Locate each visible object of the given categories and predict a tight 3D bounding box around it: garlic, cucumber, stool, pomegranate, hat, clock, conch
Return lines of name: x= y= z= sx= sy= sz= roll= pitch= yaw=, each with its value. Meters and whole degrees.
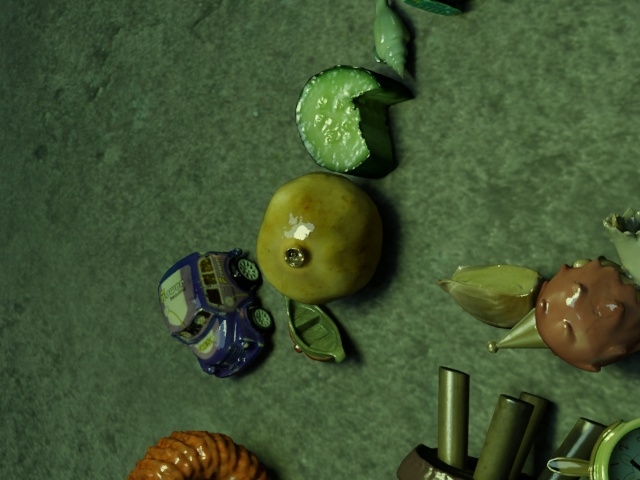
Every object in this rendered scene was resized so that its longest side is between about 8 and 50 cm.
garlic: x=0.277 y=0.083 z=1.771 sx=0.195 sy=0.101 sz=0.087 roll=7 pitch=56 yaw=50
cucumber: x=0.053 y=-0.206 z=2.015 sx=0.191 sy=0.130 sz=0.191 roll=-9 pitch=77 yaw=42
stool: x=0.260 y=0.304 z=1.639 sx=0.272 sy=0.272 sz=0.178 roll=19 pitch=90 yaw=44
pomegranate: x=0.002 y=0.000 z=1.978 sx=0.233 sy=0.233 sz=0.233 roll=-9 pitch=76 yaw=42
hat: x=-0.257 y=0.474 z=2.145 sx=0.400 sy=0.285 sz=0.285 roll=1 pitch=83 yaw=63
clock: x=0.418 y=0.314 z=1.517 sx=0.069 sy=0.232 sz=0.170 roll=116 pitch=147 yaw=-71
conch: x=0.124 y=-0.350 z=2.031 sx=0.065 sy=0.088 sz=0.180 roll=-10 pitch=62 yaw=-2

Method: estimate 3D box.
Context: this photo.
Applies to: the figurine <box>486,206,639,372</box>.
figurine: x=0.411 y=0.079 z=1.616 sx=0.387 sy=0.166 sz=0.207 roll=-37 pitch=96 yaw=26

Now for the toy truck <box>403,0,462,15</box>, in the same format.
toy truck: x=0.193 y=-0.518 z=1.929 sx=0.156 sy=0.155 sz=0.279 roll=-10 pitch=76 yaw=52

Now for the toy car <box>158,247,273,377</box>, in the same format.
toy car: x=-0.208 y=0.136 z=2.184 sx=0.172 sy=0.158 sz=0.235 roll=-40 pitch=57 yaw=32

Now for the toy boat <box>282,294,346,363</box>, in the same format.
toy boat: x=-0.010 y=0.162 z=2.040 sx=0.185 sy=0.089 sz=0.071 roll=47 pitch=159 yaw=35
